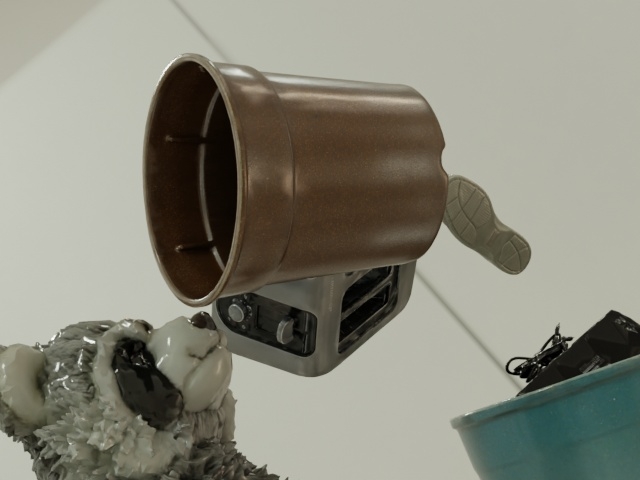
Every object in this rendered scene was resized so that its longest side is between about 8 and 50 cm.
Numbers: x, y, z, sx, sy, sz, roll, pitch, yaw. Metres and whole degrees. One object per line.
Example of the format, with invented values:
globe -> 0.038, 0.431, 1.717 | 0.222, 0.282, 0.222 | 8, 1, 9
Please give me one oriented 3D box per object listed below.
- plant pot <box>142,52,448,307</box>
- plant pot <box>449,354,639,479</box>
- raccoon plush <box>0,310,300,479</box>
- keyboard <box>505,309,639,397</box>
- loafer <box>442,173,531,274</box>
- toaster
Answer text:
plant pot -> -0.014, -0.044, 1.193 | 0.165, 0.167, 0.167 | -4, -33, -27
plant pot -> 0.277, 0.224, 1.472 | 0.272, 0.255, 0.271 | -19, -6, -2
raccoon plush -> -0.159, 0.264, 1.230 | 0.446, 0.299, 0.216 | -59, -14, -11
keyboard -> 0.221, 0.116, 1.491 | 0.192, 0.100, 0.038 | -31, -29, -50
loafer -> 0.126, -0.014, 1.464 | 0.125, 0.039, 0.045 | 43, -100, -37
toaster -> 0.000, 0.000, 1.451 | 0.186, 0.110, 0.168 | -36, -40, -48
